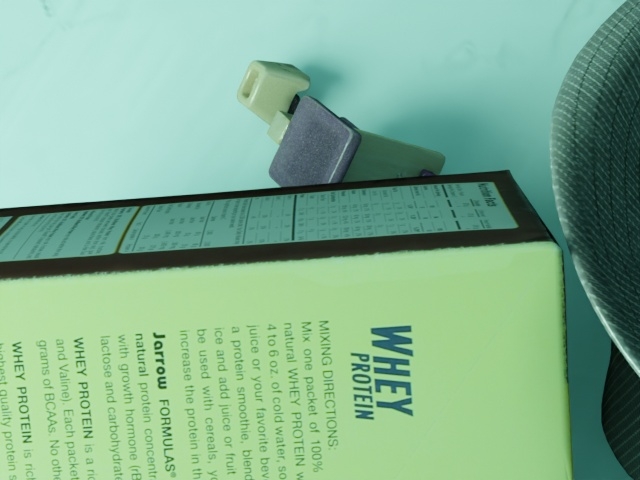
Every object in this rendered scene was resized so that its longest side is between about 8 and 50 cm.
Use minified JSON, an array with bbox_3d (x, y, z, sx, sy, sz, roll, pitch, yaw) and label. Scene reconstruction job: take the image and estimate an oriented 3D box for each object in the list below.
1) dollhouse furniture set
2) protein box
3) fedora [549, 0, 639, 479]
[{"bbox_3d":[0.000,0.000,0.757,0.081,0.091,0.114,16,105,-35],"label":"dollhouse furniture set"},{"bbox_3d":[-0.019,0.089,0.645,0.201,0.136,0.199,-4,102,1],"label":"protein box"},{"bbox_3d":[0.184,0.019,0.665,0.244,0.124,0.275,41,56,10],"label":"fedora"}]
